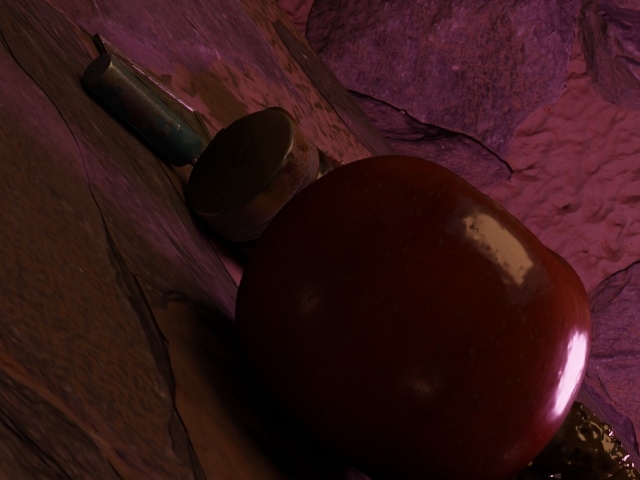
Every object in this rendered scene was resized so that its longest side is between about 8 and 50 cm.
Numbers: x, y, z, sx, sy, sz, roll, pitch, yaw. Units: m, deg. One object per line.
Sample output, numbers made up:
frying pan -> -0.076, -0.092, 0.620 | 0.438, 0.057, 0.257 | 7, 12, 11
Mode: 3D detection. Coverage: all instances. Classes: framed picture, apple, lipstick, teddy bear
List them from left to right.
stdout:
lipstick -> -0.201, -0.146, 1.515 | 0.158, 0.048, 0.048 | 43, 14, -38
framed picture -> -0.189, -0.156, 1.690 | 0.231, 0.010, 0.173 | 35, 21, -56
apple -> 0.089, 0.081, 1.281 | 0.348, 0.277, 0.348 | 35, 3, -2
teddy bear -> 0.250, 0.325, 1.328 | 0.267, 0.256, 0.156 | 43, -15, 33

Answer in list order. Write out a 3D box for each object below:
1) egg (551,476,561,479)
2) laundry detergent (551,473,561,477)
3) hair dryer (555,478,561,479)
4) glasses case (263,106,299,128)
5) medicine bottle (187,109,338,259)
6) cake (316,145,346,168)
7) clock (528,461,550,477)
egg -> 0.323, 0.380, 1.738 | 0.172, 0.132, 0.132 | 46, 7, 26
laundry detergent -> 0.321, 0.341, 2.040 | 0.211, 0.063, 0.137 | 48, 5, -18
hair dryer -> 0.262, 0.296, 1.553 | 0.195, 0.248, 0.078 | 23, 70, -68
glasses case -> -0.073, -0.167, 2.065 | 0.079, 0.064, 0.234 | 58, 10, -5
medicine bottle -> 0.000, 0.000, 1.590 | 0.322, 0.151, 0.151 | 44, 13, -36
cake -> 0.000, -0.037, 1.776 | 0.147, 0.135, 0.134 | 51, 10, 22
clock -> 0.151, 0.206, 1.486 | 0.237, 0.057, 0.237 | 14, 19, -5
